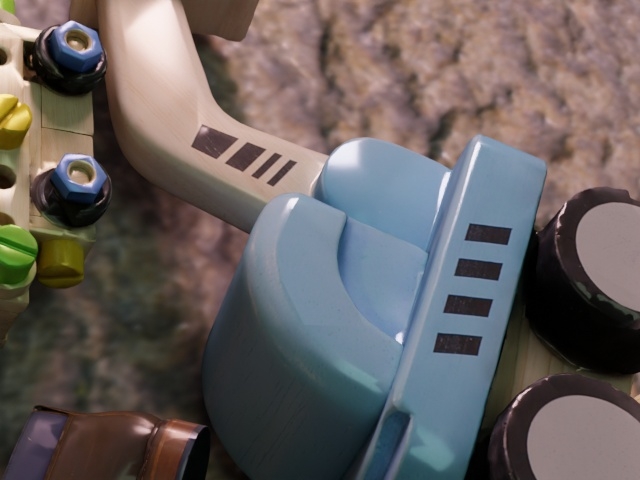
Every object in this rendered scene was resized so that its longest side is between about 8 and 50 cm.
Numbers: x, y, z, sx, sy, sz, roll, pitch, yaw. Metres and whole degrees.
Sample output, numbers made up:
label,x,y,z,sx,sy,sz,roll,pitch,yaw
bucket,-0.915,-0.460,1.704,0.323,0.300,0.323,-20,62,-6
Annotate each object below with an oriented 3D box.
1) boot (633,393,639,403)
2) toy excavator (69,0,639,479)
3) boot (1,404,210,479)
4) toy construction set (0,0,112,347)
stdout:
label,x,y,z,sx,sy,sz,roll,pitch,yaw
boot,0.284,0.220,0.965,0.262,0.095,0.203,42,29,5
toy excavator,0.000,0.000,0.962,0.445,0.222,0.433,23,52,-4
boot,-0.145,0.196,0.855,0.106,0.082,0.219,14,65,12
toy construction set,-0.235,-0.069,0.908,0.215,0.151,0.327,9,70,-24
